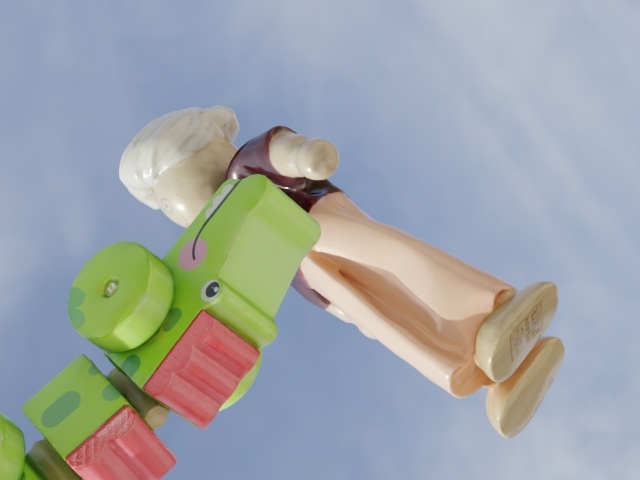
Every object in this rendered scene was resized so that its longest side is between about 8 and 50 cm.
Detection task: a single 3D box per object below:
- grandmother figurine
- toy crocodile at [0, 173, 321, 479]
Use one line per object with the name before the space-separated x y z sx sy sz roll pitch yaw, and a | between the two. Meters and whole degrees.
grandmother figurine | 0.000 0.000 1.349 0.104 0.342 0.208 -42 -35 -31
toy crocodile | -0.123 0.106 1.164 0.340 0.105 0.115 -48 -45 -5
